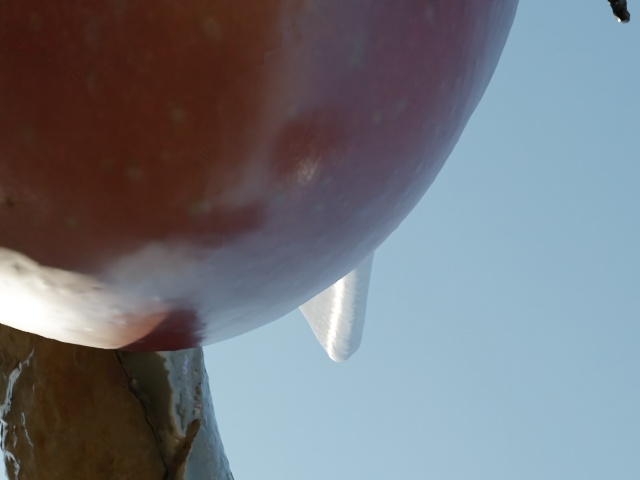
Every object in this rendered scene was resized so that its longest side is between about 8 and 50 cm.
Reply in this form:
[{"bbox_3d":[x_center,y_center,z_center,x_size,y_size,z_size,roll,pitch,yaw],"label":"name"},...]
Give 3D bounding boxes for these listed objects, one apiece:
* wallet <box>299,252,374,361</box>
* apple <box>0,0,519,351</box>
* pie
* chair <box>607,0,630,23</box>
[{"bbox_3d":[0.000,0.000,0.949,0.095,0.033,0.190,55,-16,24],"label":"wallet"},{"bbox_3d":[-0.066,-0.091,0.523,0.260,0.260,0.216,46,-27,25],"label":"apple"},{"bbox_3d":[-0.080,0.118,0.631,0.129,0.068,0.282,-20,-99,40],"label":"pie"},{"bbox_3d":[0.197,-0.255,0.915,0.174,0.149,0.213,-18,-114,10],"label":"chair"}]
